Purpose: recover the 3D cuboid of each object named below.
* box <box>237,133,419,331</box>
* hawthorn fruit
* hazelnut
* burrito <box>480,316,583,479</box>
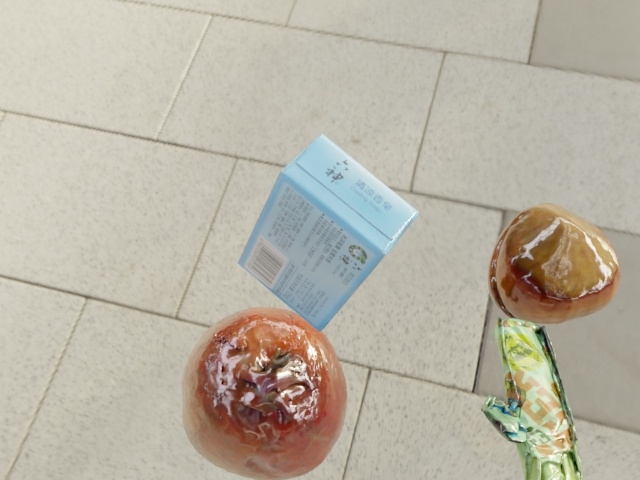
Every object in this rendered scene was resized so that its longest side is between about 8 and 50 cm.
[{"bbox_3d":[0.000,0.000,0.864,0.142,0.232,0.083,40,56,5],"label":"box"},{"bbox_3d":[-0.082,0.218,1.104,0.275,0.307,0.276,3,62,-5],"label":"hawthorn fruit"},{"bbox_3d":[0.323,0.034,1.023,0.181,0.182,0.182,-2,63,3],"label":"hazelnut"},{"bbox_3d":[0.220,0.184,0.779,0.104,0.054,0.288,16,40,-12],"label":"burrito"}]
